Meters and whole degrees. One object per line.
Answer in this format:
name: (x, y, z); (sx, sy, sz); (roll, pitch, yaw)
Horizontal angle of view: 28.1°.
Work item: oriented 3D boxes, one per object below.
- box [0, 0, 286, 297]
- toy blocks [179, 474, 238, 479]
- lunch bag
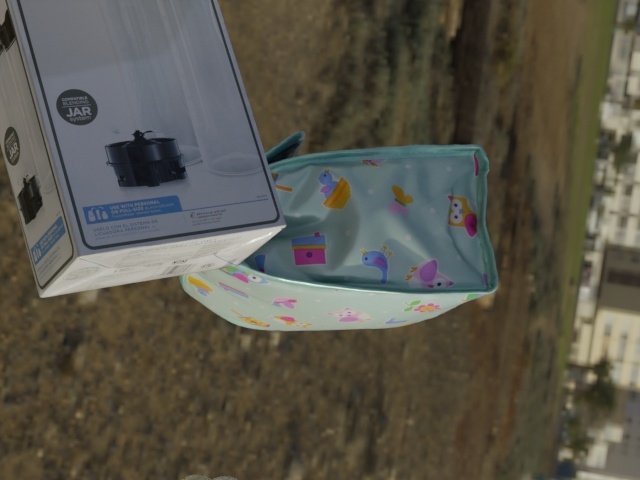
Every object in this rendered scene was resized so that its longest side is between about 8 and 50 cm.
box: (-0.152, -0.117, 0.938); (0.087, 0.169, 0.290); (-38, -115, 55)
toy blocks: (-0.071, 0.246, 0.992); (0.148, 0.054, 0.123); (-8, -113, 56)
lunch bag: (0.000, 0.000, 1.151); (0.223, 0.262, 0.160); (132, -45, -76)
